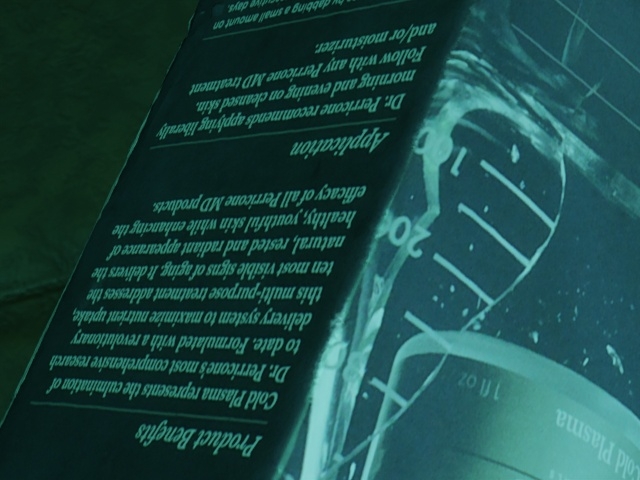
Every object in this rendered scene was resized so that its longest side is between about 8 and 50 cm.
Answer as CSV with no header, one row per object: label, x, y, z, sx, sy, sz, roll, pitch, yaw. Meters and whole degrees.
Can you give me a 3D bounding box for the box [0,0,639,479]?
box,0.094,0.141,1.114,0.297,0.480,0.472,-1,60,54
